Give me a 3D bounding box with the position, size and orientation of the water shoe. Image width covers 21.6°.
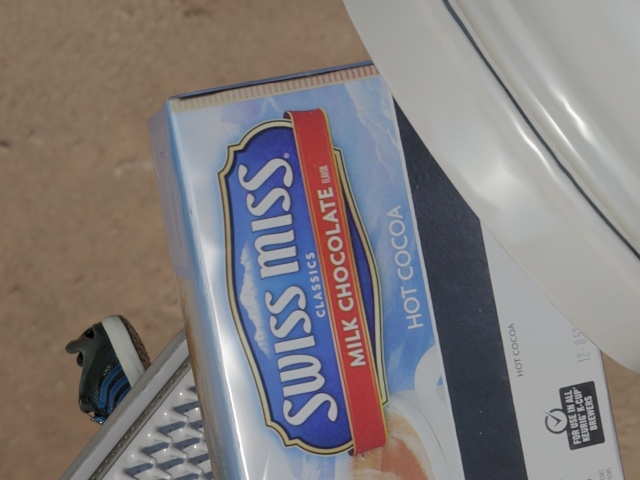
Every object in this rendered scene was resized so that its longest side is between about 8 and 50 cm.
[{"bbox_3d":[-0.200,0.168,1.695,0.080,0.073,0.203,-28,48,3],"label":"water shoe"}]

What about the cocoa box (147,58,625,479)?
[{"bbox_3d":[0.034,0.063,1.053,0.228,0.231,0.347,-11,93,-8],"label":"cocoa box"}]

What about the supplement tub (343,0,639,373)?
[{"bbox_3d":[0.183,-0.120,0.555,0.316,0.228,0.228,-36,86,16],"label":"supplement tub"}]

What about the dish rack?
[{"bbox_3d":[-0.127,0.255,1.548,0.333,0.072,0.285,-51,124,-19],"label":"dish rack"}]
